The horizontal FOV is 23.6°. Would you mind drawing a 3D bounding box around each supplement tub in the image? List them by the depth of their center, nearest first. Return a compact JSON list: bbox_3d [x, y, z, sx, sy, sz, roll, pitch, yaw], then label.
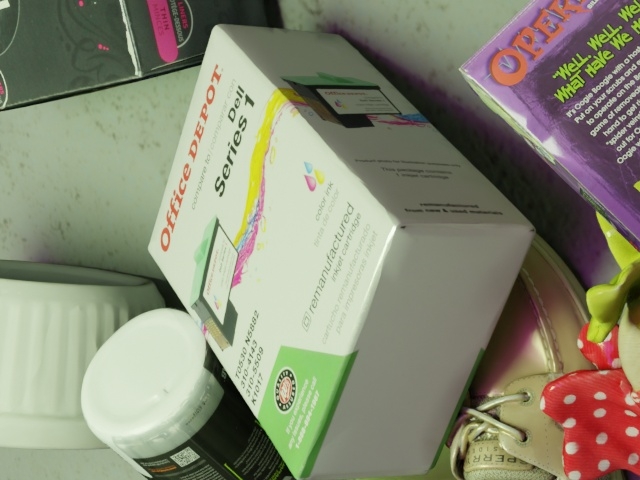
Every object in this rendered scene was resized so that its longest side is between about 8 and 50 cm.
[{"bbox_3d":[-0.087,0.146,1.176,0.117,0.190,0.117,-18,47,21],"label":"supplement tub"}]

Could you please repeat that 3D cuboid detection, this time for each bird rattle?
[{"bbox_3d":[0.229,0.079,0.893,0.207,0.143,0.253,21,139,25],"label":"bird rattle"}]

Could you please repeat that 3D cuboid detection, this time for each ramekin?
[{"bbox_3d":[-0.249,0.086,1.272,0.273,0.273,0.127,7,92,40],"label":"ramekin"}]

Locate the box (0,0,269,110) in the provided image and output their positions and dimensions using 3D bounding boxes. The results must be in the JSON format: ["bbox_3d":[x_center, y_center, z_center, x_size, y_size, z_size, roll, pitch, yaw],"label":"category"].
[{"bbox_3d":[-0.192,-0.199,1.210,0.270,0.143,0.165,-7,100,45],"label":"box"}]

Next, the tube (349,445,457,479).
[{"bbox_3d":[0.014,0.197,1.071,0.062,0.240,0.070,18,111,40],"label":"tube"}]

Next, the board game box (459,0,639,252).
[{"bbox_3d":[0.266,-0.136,0.780,0.347,0.056,0.208,-43,71,3],"label":"board game box"}]

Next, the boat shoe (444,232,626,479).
[{"bbox_3d":[0.140,0.135,1.040,0.109,0.098,0.302,-14,91,42],"label":"boat shoe"}]

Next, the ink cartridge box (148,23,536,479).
[{"bbox_3d":[0.000,0.000,1.063,0.278,0.117,0.201,51,130,46],"label":"ink cartridge box"}]
